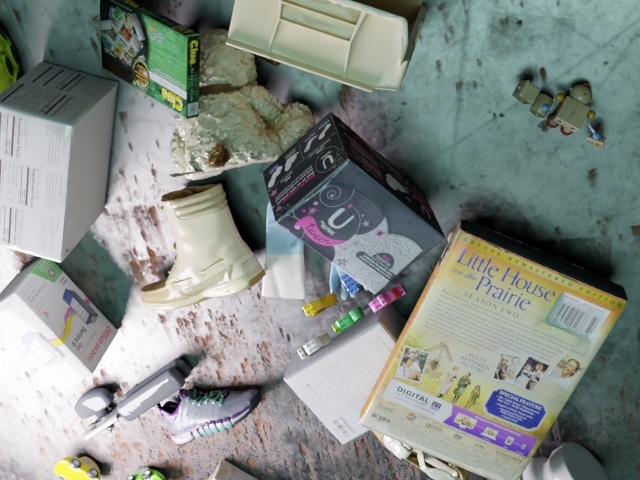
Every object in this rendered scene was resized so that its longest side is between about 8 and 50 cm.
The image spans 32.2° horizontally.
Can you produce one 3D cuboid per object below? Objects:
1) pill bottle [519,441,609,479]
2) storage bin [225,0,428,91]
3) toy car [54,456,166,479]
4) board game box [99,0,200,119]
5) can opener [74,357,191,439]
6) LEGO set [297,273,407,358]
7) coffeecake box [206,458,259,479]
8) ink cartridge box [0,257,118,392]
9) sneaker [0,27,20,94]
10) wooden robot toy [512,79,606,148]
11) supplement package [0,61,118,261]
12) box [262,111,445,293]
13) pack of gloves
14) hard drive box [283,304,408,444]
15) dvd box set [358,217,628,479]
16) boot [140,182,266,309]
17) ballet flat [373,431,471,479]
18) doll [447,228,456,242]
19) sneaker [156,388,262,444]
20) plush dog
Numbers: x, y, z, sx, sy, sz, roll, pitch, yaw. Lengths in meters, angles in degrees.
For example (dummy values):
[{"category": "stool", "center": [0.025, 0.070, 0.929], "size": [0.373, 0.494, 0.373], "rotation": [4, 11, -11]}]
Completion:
[{"category": "pill bottle", "center": [0.396, 0.504, 2.069], "size": [0.162, 0.162, 0.278], "rotation": [40, 119, -10]}, {"category": "storage bin", "center": [0.022, -0.347, 1.624], "size": [0.260, 0.262, 0.123], "rotation": [18, 122, 2]}, {"category": "toy car", "center": [-0.412, 0.520, 2.320], "size": [0.225, 0.053, 0.239], "rotation": [-18, 114, 20]}, {"category": "board game box", "center": [-0.274, -0.299, 1.761], "size": [0.260, 0.030, 0.136], "rotation": [34, 128, 40]}, {"category": "can opener", "center": [-0.377, 0.310, 2.183], "size": [0.280, 0.074, 0.093], "rotation": [-30, 108, 25]}, {"category": "LEGO set", "center": [0.027, 0.121, 1.941], "size": [0.227, 0.093, 0.087], "rotation": [-36, 81, 21]}, {"category": "coffeecake box", "center": [-0.162, 0.556, 2.274], "size": [0.185, 0.068, 0.142], "rotation": [32, 120, -6]}, {"category": "ink cartridge box", "center": [-0.499, 0.155, 2.078], "size": [0.093, 0.154, 0.212], "rotation": [-31, 107, 24]}, {"category": "sneaker", "center": [-0.584, -0.232, 1.910], "size": [0.124, 0.109, 0.295], "rotation": [9, 120, 3]}, {"category": "wooden robot toy", "center": [0.390, -0.215, 1.744], "size": [0.173, 0.076, 0.079], "rotation": [29, 85, -4]}, {"category": "supplement package", "center": [-0.455, -0.136, 1.879], "size": [0.145, 0.204, 0.261], "rotation": [16, 120, 4]}, {"category": "box", "center": [0.052, -0.054, 1.789], "size": [0.163, 0.142, 0.247], "rotation": [-41, 126, 18]}, {"category": "pack of gloves", "center": [0.000, 0.000, 1.960], "size": [0.195, 0.046, 0.232], "rotation": [4, 123, -3]}, {"category": "hard drive box", "center": [0.081, 0.242, 2.036], "size": [0.232, 0.089, 0.181], "rotation": [-32, 107, 26]}, {"category": "dvd box set", "center": [0.287, 0.200, 1.899], "size": [0.308, 0.062, 0.420], "rotation": [22, 115, -4]}, {"category": "boot", "center": [-0.245, 0.011, 1.980], "size": [0.262, 0.095, 0.203], "rotation": [-14, 108, 33]}, {"category": "ballet flat", "center": [0.187, 0.397, 2.107], "size": [0.232, 0.073, 0.080], "rotation": [30, 120, -5]}, {"category": "doll", "center": [0.265, 0.064, 1.922], "size": [0.129, 0.046, 0.189], "rotation": [-17, 114, 19]}, {"category": "sneaker", "center": [-0.222, 0.321, 2.154], "size": [0.224, 0.083, 0.098], "rotation": [-27, 105, 25]}, {"category": "plush dog", "center": [-0.162, -0.228, 1.792], "size": [0.262, 0.210, 0.225], "rotation": [-12, 90, 17]}]
